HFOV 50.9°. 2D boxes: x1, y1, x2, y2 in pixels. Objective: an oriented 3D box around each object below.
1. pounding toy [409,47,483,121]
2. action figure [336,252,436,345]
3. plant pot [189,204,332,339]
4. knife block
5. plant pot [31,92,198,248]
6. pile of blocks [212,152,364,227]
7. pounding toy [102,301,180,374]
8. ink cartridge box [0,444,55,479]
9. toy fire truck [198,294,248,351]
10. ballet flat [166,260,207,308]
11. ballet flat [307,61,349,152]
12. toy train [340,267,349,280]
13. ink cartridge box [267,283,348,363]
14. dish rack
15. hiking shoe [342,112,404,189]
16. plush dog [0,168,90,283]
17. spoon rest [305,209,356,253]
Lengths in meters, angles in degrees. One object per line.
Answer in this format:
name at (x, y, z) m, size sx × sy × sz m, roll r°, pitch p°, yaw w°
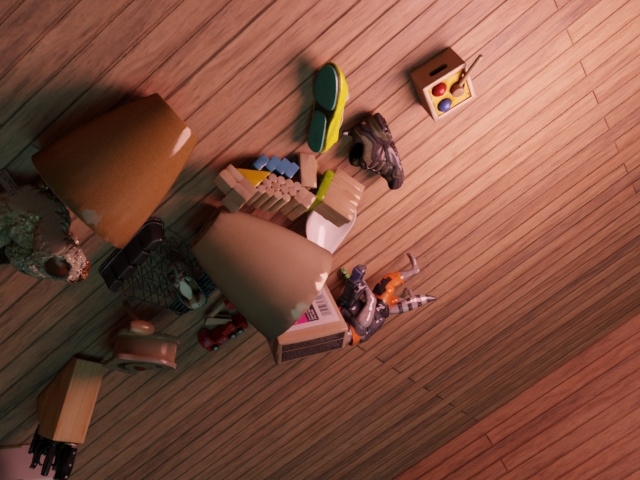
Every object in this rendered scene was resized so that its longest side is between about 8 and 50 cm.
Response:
pounding toy at (0.291, -0.354, 1.502) m, size 0.141 × 0.100 × 0.130 m, roll -31°, pitch 139°, yaw 4°
action figure at (0.156, 0.177, 1.892) m, size 0.330 × 0.178 × 0.341 m, roll -34°, pitch 160°, yaw -19°
plant pot at (-0.157, 0.049, 1.569) m, size 0.274 × 0.256 × 0.256 m, roll 38°, pitch 111°, yaw -17°
knife block at (-0.653, 0.474, 1.742) m, size 0.275 × 0.242 × 0.088 m, roll -45°, pitch 137°, yaw 19°
plant pot at (-0.367, -0.156, 1.286) m, size 0.254 × 0.237 × 0.237 m, roll -42°, pitch 138°, yaw -2°
pile of blocks at (-0.080, -0.118, 1.557) m, size 0.362 × 0.148 × 0.113 m, roll 10°, pitch 158°, yaw -26°
pounding toy at (-0.440, 0.246, 1.699) m, size 0.154 × 0.154 × 0.269 m, roll 16°, pitch 155°, yaw -26°
ink cartridge box at (-0.901, 0.729, 1.962) m, size 0.211 × 0.121 × 0.289 m, roll 6°, pitch 129°, yaw -32°
toy fire truck at (-0.269, 0.219, 1.833) m, size 0.192 × 0.047 × 0.135 m, roll -34°, pitch 138°, yaw 9°
ballet flat at (-0.313, 0.125, 1.596) m, size 0.070 × 0.070 × 0.188 m, roll -26°, pitch 142°, yaw -2°
ballet flat at (0.024, -0.292, 1.458) m, size 0.077 × 0.077 × 0.231 m, roll -27°, pitch 147°, yaw -34°
toy train at (0.077, 0.106, 1.918) m, size 0.017 × 0.023 × 0.083 m, roll -30°, pitch 139°, yaw 3°
ink cartridge box at (-0.060, 0.192, 1.775) m, size 0.193 × 0.234 × 0.088 m, roll -10°, pitch 136°, yaw -20°
dish rack at (-0.363, 0.076, 1.623) m, size 0.208 × 0.074 × 0.271 m, roll -43°, pitch 138°, yaw 19°
hiking shoe at (0.127, -0.201, 1.602) m, size 0.114 × 0.086 × 0.227 m, roll -18°, pitch 134°, yaw 10°
plush dog at (-0.583, -0.004, 1.373) m, size 0.263 × 0.210 × 0.225 m, roll 18°, pitch 142°, yaw -6°
spoon rest at (0.000, 0.000, 1.725) m, size 0.137 × 0.084 × 0.276 m, roll 4°, pitch 131°, yaw -31°
